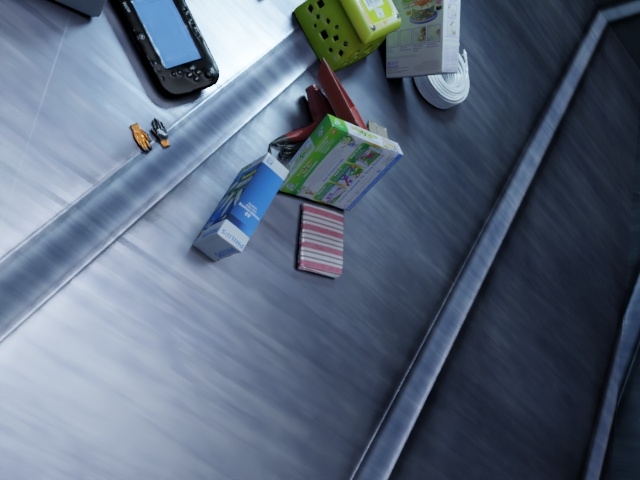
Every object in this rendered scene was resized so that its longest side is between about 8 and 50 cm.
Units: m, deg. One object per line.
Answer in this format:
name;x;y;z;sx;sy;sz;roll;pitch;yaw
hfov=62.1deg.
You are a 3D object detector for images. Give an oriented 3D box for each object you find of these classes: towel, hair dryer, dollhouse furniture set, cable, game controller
towel;0.000;0.000;1.486;0.144;0.029;0.197;17;66;-34
hair dryer;-0.021;-0.316;1.517;0.224;0.080;0.293;19;66;-32
dollhouse furniture set;0.177;-0.308;1.707;0.076;0.058;0.151;18;48;-26
cable;0.444;-0.615;1.957;0.257;0.089;0.257;2;78;-37
game controller;-0.377;-0.507;1.297;0.166;0.067;0.319;-32;98;-39

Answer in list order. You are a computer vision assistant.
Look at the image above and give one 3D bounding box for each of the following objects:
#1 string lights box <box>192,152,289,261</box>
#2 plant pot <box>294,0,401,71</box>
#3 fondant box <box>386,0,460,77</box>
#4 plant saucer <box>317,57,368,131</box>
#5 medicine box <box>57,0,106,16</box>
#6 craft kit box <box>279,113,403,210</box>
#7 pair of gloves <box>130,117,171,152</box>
string lights box;-0.189;-0.080;1.287;0.077;0.133;0.259;41;56;-23
plant pot;0.097;-0.680;1.626;0.228;0.207;0.227;-38;103;-37
fondant box;0.330;-0.706;1.729;0.096;0.238;0.330;-15;110;-39
plant saucer;0.083;-0.355;1.526;0.259;0.048;0.258;39;24;-59
medicine box;-0.565;-0.686;1.138;0.264;0.149;0.289;16;68;-31
craft kit box;0.050;-0.199;1.436;0.247;0.250;0.061;12;47;-37
pair of gloves;-0.397;-0.248;1.249;0.083;0.010;0.074;-28;96;-40
